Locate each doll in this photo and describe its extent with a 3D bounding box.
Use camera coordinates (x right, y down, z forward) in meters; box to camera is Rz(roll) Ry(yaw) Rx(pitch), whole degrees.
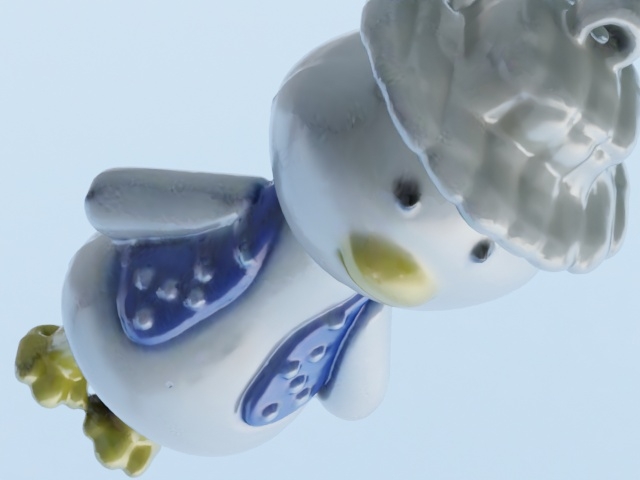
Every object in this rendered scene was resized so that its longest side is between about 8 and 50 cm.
[{"bbox_3d":[0.000,0.000,0.624,0.138,0.293,0.119,42,-142,-18],"label":"doll"}]
